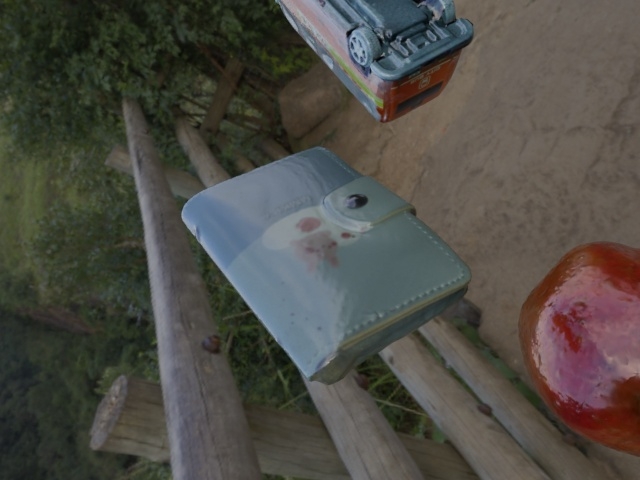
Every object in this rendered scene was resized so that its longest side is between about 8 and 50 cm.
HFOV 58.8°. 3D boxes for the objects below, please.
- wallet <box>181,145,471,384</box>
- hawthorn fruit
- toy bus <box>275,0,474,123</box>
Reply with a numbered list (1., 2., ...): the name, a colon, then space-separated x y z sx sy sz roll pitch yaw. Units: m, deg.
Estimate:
1. wallet: 0.000 0.000 0.721 0.360 0.252 0.083 43 152 41
2. hawthorn fruit: 0.402 0.155 0.711 0.287 0.287 0.330 -51 3 29
3. toy bus: 0.040 -0.256 0.643 0.265 0.121 0.119 53 164 23
